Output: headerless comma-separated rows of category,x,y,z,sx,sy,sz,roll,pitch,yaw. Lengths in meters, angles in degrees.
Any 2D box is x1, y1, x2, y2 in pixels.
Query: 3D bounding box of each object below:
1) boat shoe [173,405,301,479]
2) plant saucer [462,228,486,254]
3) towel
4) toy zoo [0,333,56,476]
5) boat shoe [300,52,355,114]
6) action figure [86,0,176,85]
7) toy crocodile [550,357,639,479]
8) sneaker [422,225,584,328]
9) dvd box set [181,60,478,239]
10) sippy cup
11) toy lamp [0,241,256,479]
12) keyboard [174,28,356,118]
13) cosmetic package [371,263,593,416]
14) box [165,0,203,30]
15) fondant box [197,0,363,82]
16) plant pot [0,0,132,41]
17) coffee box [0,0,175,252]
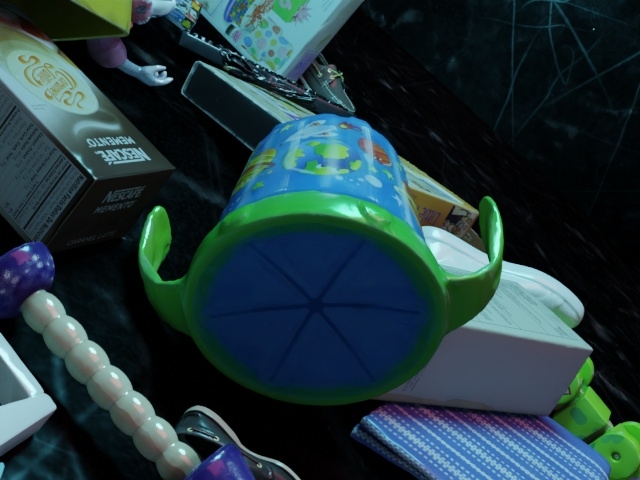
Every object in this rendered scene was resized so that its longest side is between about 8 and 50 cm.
boat shoe,-0.062,0.186,0.706,0.133,0.049,0.042,39,26,-2
plant saucer,0.261,-0.008,1.700,0.168,0.029,0.168,35,22,-16
towel,0.195,0.239,1.012,0.243,0.040,0.336,35,19,20
toy zoo,-0.294,0.058,0.562,0.293,0.030,0.192,48,21,16
boat shoe,0.003,-0.332,1.821,0.227,0.068,0.081,52,23,24
action figure,-0.255,-0.366,1.174,0.276,0.248,0.370,34,19,-19
toy crocodile,0.382,0.262,1.300,0.340,0.105,0.115,53,24,15
sneaker,0.252,0.093,1.351,0.290,0.106,0.123,23,57,-3
dvd box set,0.026,-0.130,1.384,0.308,0.062,0.420,40,16,34
sippy cup,0.000,0.000,0.868,0.306,0.240,0.224,26,35,-17
toy lamp,-0.142,0.120,0.651,0.275,0.080,0.080,44,20,9
keyboard,-0.083,-0.261,1.448,0.317,0.033,0.201,22,11,-20
cosmetic package,0.152,0.108,1.057,0.310,0.113,0.160,15,22,-37
box,-0.257,-0.419,1.584,0.094,0.027,0.137,36,21,-19
fondant box,-0.108,-0.487,1.690,0.330,0.238,0.096,47,20,12
plant pot,-0.319,-0.335,0.922,0.212,0.187,0.212,6,-10,35
coffee box,-0.275,-0.112,0.840,0.246,0.098,0.141,45,21,8
